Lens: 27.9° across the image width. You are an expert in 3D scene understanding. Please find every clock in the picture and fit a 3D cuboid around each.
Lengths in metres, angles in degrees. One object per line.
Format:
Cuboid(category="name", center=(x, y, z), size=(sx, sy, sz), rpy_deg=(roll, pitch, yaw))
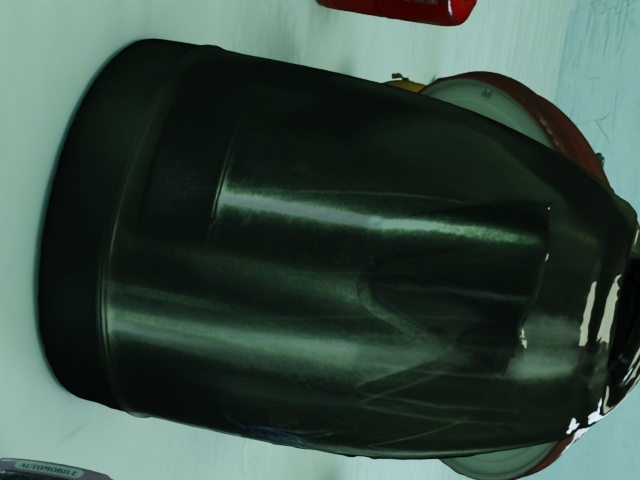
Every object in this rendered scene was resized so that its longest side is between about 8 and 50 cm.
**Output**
Cuboid(category="clock", center=(0.114, 0.028, 1.002), size=(0.318, 0.080, 0.318), rpy_deg=(16, -72, 62))

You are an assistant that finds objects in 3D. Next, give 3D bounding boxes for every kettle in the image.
Cuboid(category="kettle", center=(0.041, 0.033, 0.790), size=(0.321, 0.324, 0.228), rpy_deg=(61, 42, -67))

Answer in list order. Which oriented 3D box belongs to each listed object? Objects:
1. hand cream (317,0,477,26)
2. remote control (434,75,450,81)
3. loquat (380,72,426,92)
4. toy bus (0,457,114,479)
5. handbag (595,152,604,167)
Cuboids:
Cuboid(category="hand cream", center=(0.074, -0.277, 1.076), size=(0.193, 0.125, 0.193), rpy_deg=(14, 90, -74))
Cuboid(category="remote control", center=(0.118, -0.127, 1.544), size=(0.245, 0.025, 0.063), rpy_deg=(-56, 155, -56))
Cuboid(category="loquat", center=(0.079, -0.085, 1.215), size=(0.141, 0.141, 0.141), rpy_deg=(12, 90, -75))
Cuboid(category="toy bus", center=(-0.147, 0.217, 0.691), size=(0.108, 0.096, 0.198), rpy_deg=(-67, 159, -52))
Cuboid(category="handbag", center=(0.223, 0.030, 1.647), size=(0.089, 0.239, 0.326), rpy_deg=(-20, 120, -68))
